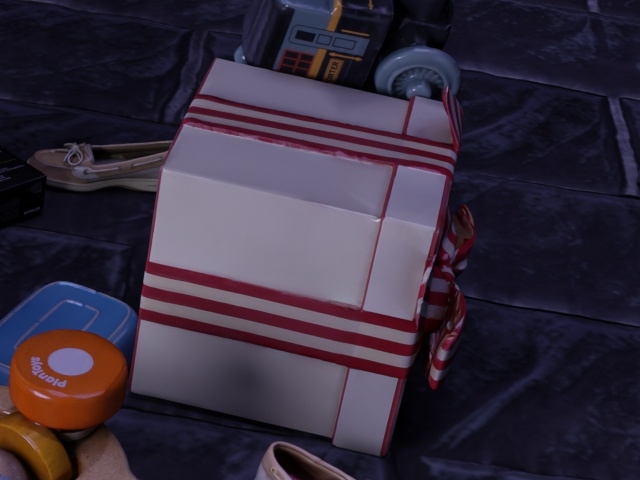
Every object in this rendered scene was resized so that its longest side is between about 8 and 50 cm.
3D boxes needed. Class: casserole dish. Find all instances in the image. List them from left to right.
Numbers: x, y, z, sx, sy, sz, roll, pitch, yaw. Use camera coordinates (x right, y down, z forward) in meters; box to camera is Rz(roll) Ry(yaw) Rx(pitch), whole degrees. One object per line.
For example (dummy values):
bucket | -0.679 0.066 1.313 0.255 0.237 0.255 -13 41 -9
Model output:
casserole dish | -0.220 0.087 1.457 0.114 0.037 0.188 19 32 15

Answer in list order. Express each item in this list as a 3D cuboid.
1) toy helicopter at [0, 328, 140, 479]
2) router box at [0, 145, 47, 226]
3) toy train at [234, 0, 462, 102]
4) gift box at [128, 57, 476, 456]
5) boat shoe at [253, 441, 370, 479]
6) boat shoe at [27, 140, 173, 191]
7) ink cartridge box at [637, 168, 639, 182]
toy helicopter | -0.203 0.217 1.152 0.235 0.140 0.355 -8 38 -26
router box | -0.364 -0.048 1.624 0.133 0.046 0.179 31 36 31
toy train | 0.006 -0.134 1.609 0.190 0.334 0.142 11 49 -13
gift box | 0.000 0.000 1.452 0.258 0.276 0.255 14 36 1
boat shoe | 0.021 0.205 1.315 0.170 0.059 0.063 24 33 21
boat shoe | -0.211 -0.079 1.723 0.153 0.048 0.056 4 31 -12
ink cartridge box | 0.509 -0.062 1.866 0.201 0.117 0.278 -12 37 -34
